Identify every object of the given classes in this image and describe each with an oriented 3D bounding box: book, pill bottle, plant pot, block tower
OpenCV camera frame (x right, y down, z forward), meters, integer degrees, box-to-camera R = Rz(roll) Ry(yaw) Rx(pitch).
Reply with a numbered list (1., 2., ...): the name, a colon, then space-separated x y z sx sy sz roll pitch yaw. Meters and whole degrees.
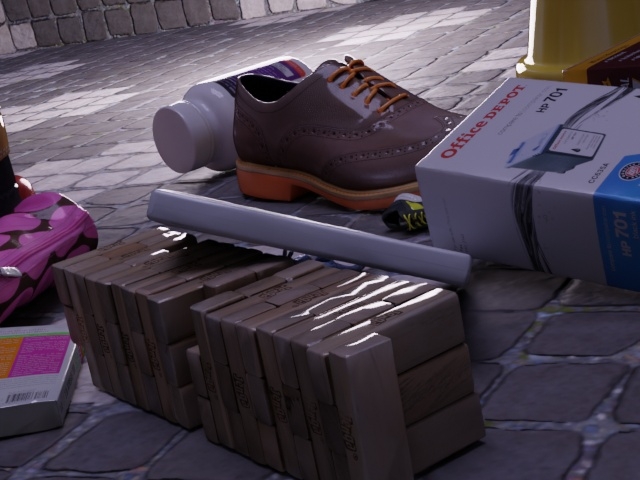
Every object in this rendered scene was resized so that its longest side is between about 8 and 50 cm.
1. book: -0.218 0.097 0.880 0.096 0.035 0.144 -8 16 -1
2. pill bottle: -0.097 -0.143 1.487 0.194 0.108 0.108 -24 20 -38
3. plant pot: 0.316 -0.237 1.286 0.254 0.238 0.254 -11 17 3
4. block tower: -0.042 0.063 0.763 0.097 0.090 0.335 -22 19 -30

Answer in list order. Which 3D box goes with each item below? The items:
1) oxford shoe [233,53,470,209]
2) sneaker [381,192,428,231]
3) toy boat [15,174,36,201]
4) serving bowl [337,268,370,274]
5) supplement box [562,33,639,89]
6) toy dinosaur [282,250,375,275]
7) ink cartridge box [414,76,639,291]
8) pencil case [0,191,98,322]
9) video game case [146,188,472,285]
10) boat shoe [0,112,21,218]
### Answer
1. oxford shoe: 0.041 -0.110 1.226 0.364 0.132 0.130 3 21 41
2. sneaker: 0.087 -0.020 1.083 0.035 0.031 0.083 -39 25 -32
3. toy boat: -0.415 -0.070 1.376 0.151 0.151 0.231 -21 19 -32
4. serving bowl: -0.001 0.047 0.904 0.083 0.027 0.083 -11 15 3
5. supplement box: 0.329 -0.100 0.995 0.194 0.129 0.191 3 22 42
6. toy dinosaur: 0.000 0.019 0.985 0.090 0.047 0.082 -13 -6 36
7. ink cartridge box: 0.186 -0.044 0.904 0.191 0.082 0.139 13 43 38
8. pencil case: -0.264 0.021 1.068 0.098 0.095 0.209 -42 5 24
9. video game case: 0.000 0.000 0.854 0.201 0.023 0.183 11 -1 5
10. boat shoe: -0.507 0.013 1.171 0.500 0.156 0.187 -23 19 1
